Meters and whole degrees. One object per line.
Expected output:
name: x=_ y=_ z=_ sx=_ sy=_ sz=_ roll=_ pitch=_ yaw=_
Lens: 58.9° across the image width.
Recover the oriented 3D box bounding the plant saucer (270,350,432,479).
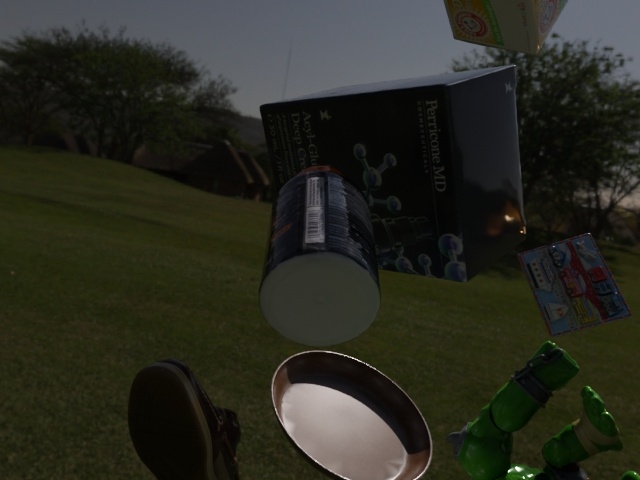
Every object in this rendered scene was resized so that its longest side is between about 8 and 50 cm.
plant saucer: x=0.050 y=0.320 z=1.010 sx=0.311 sy=0.050 sz=0.310 roll=21 pitch=24 yaw=-9

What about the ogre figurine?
ogre figurine: x=0.180 y=0.191 z=0.423 sx=0.118 sy=0.197 sz=0.097 roll=-30 pitch=5 yaw=11

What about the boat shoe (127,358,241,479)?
boat shoe: x=-0.184 y=0.303 z=0.855 sx=0.123 sy=0.342 sz=0.123 roll=-3 pitch=27 yaw=20

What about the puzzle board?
puzzle board: x=0.319 y=0.054 z=0.721 sx=0.096 sy=0.128 sz=0.011 roll=-17 pitch=-39 yaw=12

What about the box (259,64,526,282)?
box: x=0.119 y=-0.121 z=0.984 sx=0.395 sy=0.293 sz=0.212 roll=6 pitch=24 yaw=43

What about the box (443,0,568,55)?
box: x=0.184 y=-0.300 z=0.561 sx=0.103 sy=0.114 sz=0.203 roll=26 pitch=-11 yaw=33

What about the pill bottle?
pill bottle: x=0.000 y=0.000 z=0.686 sx=0.130 sy=0.130 sz=0.245 roll=8 pitch=33 yaw=-5
